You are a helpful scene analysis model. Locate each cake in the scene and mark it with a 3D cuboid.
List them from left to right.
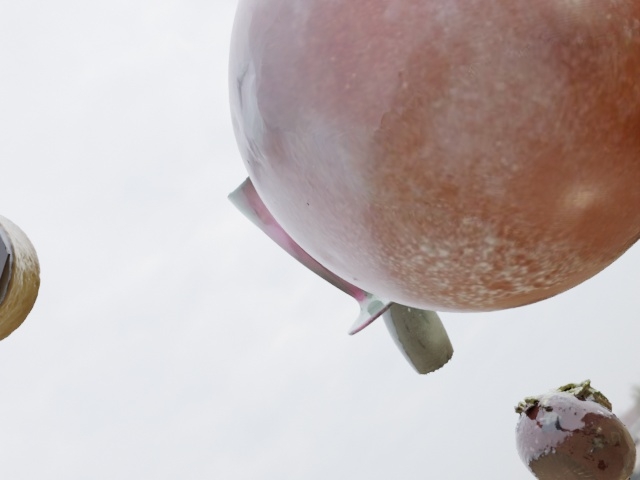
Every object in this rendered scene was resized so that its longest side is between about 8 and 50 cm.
[{"bbox_3d":[-0.466,0.057,1.134,0.185,0.208,0.178,-47,-21,-3],"label":"cake"}]

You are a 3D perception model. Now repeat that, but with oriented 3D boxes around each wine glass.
[{"bbox_3d":[0.000,0.000,0.689,0.073,0.155,0.073,-41,-2,-2],"label":"wine glass"},{"bbox_3d":[0.077,0.055,0.875,0.066,0.066,0.198,-38,-67,-18],"label":"wine glass"}]

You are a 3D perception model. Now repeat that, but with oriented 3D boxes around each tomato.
[{"bbox_3d":[0.064,-0.087,0.477,0.227,0.270,0.270,-13,-38,-24],"label":"tomato"}]

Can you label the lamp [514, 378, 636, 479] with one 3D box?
[{"bbox_3d":[0.343,0.263,1.116,0.135,0.156,0.157,-52,-40,-37],"label":"lamp"}]
